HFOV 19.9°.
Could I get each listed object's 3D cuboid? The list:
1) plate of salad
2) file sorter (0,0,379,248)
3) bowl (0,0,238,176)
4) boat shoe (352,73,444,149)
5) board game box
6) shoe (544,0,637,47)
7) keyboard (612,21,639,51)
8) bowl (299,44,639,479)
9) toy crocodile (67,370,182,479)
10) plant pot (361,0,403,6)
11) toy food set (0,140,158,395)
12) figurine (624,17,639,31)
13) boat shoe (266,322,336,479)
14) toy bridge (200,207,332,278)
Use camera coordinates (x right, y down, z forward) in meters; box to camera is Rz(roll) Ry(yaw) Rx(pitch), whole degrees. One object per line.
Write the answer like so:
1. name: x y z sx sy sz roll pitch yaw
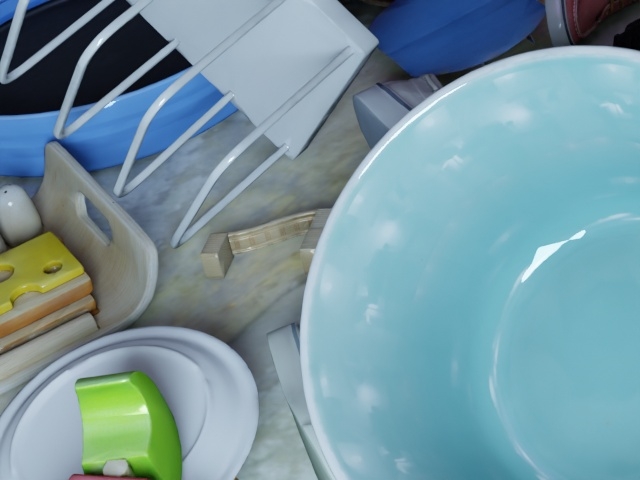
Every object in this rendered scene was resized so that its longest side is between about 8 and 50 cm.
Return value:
1. plate of salad: -0.133 0.139 1.227 0.200 0.048 0.200 -12 43 12
2. file sorter: -0.135 -0.157 1.412 0.278 0.193 0.173 44 62 3
3. bowl: -0.209 -0.189 1.692 0.391 0.077 0.391 -9 35 7
4. boat shoe: 0.106 -0.068 1.389 0.084 0.095 0.258 -26 37 -9
5. board game box: 0.120 -0.179 1.599 0.133 0.033 0.168 -29 34 -9
6. shoe: 0.248 -0.224 1.585 0.081 0.063 0.178 -5 31 22
7. keyboard: 0.244 -0.102 1.407 0.108 0.023 0.180 -29 35 41
8. bowl: 0.160 0.058 1.070 0.312 0.163 0.311 -8 72 26
9. toy crocodile: -0.144 0.222 1.049 0.115 0.105 0.340 0 44 19
10. plant pot: 0.038 -0.344 1.738 0.215 0.215 0.230 -22 20 -12
11. toy food set: -0.298 0.034 1.394 0.306 0.092 0.220 -27 36 -17
12. figurine: 0.353 -0.146 1.432 0.209 0.092 0.215 -16 34 12
13. boat shoe: 0.025 0.113 1.176 0.081 0.079 0.227 -22 32 -3
14. toy bridge: 0.000 0.000 1.392 0.188 0.026 0.063 -1 34 18
